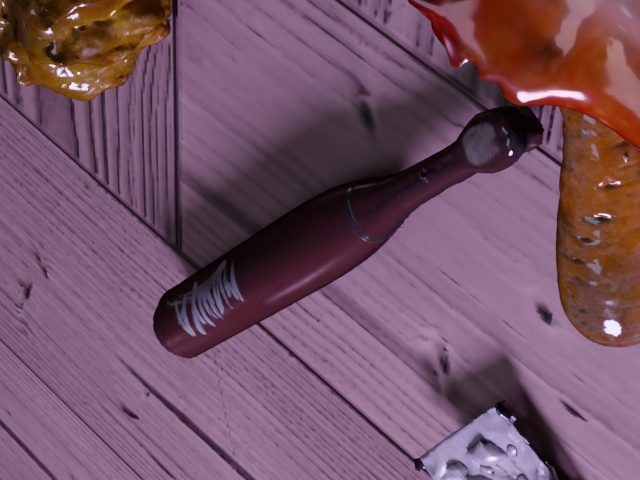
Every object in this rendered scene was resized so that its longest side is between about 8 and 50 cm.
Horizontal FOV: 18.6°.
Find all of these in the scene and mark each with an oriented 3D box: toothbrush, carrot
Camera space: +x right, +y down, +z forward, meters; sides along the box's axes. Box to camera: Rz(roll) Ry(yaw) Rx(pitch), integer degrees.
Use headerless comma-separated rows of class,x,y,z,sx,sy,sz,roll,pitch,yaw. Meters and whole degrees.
toothbrush,-0.001,0.000,0.911,0.041,0.041,0.364,58,150,0
carrot,0.107,-0.046,0.705,0.047,0.047,0.191,26,132,43

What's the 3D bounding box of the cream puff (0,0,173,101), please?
cream puff,-0.129,-0.122,0.933,0.116,0.094,0.122,9,121,50

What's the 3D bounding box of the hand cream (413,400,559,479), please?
hand cream,0.130,0.193,0.889,0.257,0.050,0.084,61,149,6

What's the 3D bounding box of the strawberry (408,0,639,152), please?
strawberry,0.138,-0.100,0.558,0.228,0.098,0.174,26,126,11
